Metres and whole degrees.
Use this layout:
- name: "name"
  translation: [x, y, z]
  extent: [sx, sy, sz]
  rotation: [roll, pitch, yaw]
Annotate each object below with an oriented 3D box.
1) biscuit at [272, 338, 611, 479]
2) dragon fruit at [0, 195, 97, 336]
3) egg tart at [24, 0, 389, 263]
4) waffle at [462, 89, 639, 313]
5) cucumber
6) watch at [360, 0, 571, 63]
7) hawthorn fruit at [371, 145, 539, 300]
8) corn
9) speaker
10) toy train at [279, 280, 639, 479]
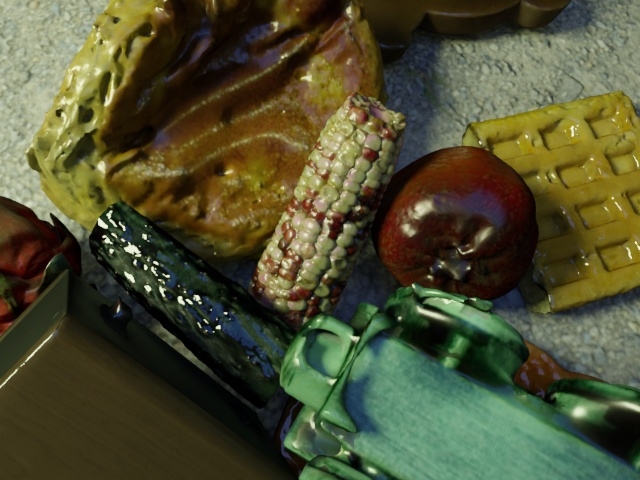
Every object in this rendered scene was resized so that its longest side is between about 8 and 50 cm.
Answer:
- name: "biscuit"
  translation: [0.167, 0.258, 0.510]
  extent: [0.455, 0.078, 0.350]
  rotation: [42, 74, 12]
- name: "dragon fruit"
  translation: [-0.305, 0.044, 0.505]
  extent: [0.182, 0.188, 0.182]
  rotation: [-7, 30, 4]
- name: "egg tart"
  translation: [-0.089, -0.134, 0.583]
  extent: [0.339, 0.153, 0.351]
  rotation: [21, 93, -28]
- name: "waffle"
  translation: [0.311, -0.052, 0.654]
  extent: [0.221, 0.055, 0.248]
  rotation: [-13, 69, -10]
- name: "cucumber"
  translation: [-0.118, 0.059, 0.481]
  extent: [0.211, 0.078, 0.062]
  rotation: [35, 40, 3]
- name: "watch"
  translation: [0.164, -0.422, 0.642]
  extent: [0.335, 0.327, 0.314]
  rotation: [-30, 73, -14]
- name: "hawthorn fruit"
  translation: [0.139, -0.023, 0.574]
  extent: [0.169, 0.169, 0.188]
  rotation: [15, 32, 2]
- name: "corn"
  translation: [0.000, 0.000, 0.528]
  extent: [0.092, 0.092, 0.280]
  rotation: [27, 106, 6]
- name: "speaker"
  translation: [-0.157, 0.167, 0.420]
  extent: [0.192, 0.153, 0.231]
  rotation: [-48, 114, -10]
- name: "toy train"
  translation: [0.107, 0.158, 0.386]
  extent: [0.299, 0.238, 0.167]
  rotation: [29, 69, 10]
